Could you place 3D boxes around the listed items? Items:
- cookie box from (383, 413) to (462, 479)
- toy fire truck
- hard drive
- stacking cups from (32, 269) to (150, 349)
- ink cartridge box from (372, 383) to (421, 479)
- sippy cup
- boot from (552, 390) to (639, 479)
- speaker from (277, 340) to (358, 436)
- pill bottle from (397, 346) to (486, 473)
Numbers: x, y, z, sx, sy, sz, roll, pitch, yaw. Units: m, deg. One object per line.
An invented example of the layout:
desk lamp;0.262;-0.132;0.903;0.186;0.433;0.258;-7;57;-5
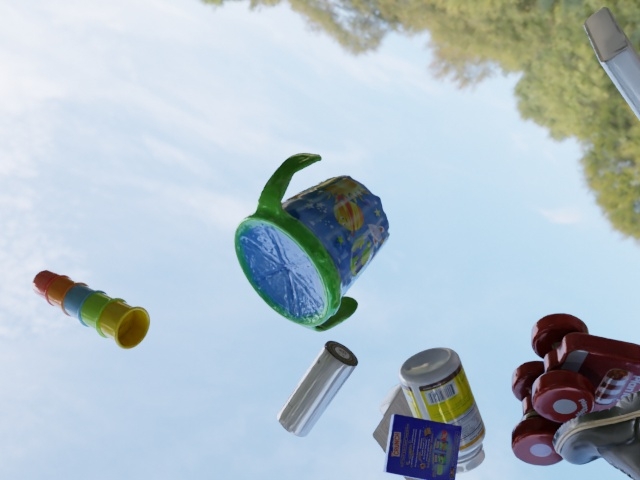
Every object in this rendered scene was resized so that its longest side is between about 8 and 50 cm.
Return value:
cookie box;0.156;0.321;1.327;0.107;0.092;0.040;11;163;0
toy fire truck;0.473;0.278;1.494;0.254;0.302;0.169;12;-139;3
hard drive;0.523;-0.175;1.309;0.353;0.047;0.233;50;-155;-17
stacking cups;-0.506;0.131;1.860;0.316;0.096;0.096;23;-162;33
ink cartridge box;0.192;0.446;1.931;0.181;0.056;0.224;52;-144;-4
sippy cup;0.000;0.000;1.573;0.240;0.305;0.224;42;-125;13
boot;0.322;0.238;0.884;0.076;0.198;0.137;-1;-117;-21
speaker;-0.006;0.208;1.205;0.055;0.136;0.055;30;-163;-10
pill bottle;0.227;0.310;1.562;0.117;0.117;0.215;-58;-51;-65
